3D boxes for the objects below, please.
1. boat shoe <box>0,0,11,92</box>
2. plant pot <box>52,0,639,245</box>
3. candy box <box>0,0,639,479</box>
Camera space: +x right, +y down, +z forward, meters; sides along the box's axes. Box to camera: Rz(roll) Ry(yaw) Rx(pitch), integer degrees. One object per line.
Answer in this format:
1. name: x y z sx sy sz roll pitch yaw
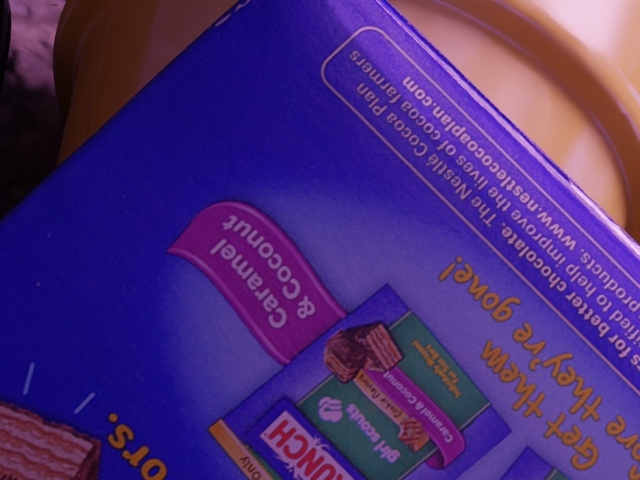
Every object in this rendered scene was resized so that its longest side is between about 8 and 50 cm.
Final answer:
1. boat shoe: -0.163 -0.050 0.751 0.084 0.079 0.233 34 37 -13
2. plant pot: 0.000 0.000 0.744 0.254 0.254 0.239 32 55 -18
3. candy box: -0.027 0.126 0.527 0.317 0.122 0.268 -43 85 -12
